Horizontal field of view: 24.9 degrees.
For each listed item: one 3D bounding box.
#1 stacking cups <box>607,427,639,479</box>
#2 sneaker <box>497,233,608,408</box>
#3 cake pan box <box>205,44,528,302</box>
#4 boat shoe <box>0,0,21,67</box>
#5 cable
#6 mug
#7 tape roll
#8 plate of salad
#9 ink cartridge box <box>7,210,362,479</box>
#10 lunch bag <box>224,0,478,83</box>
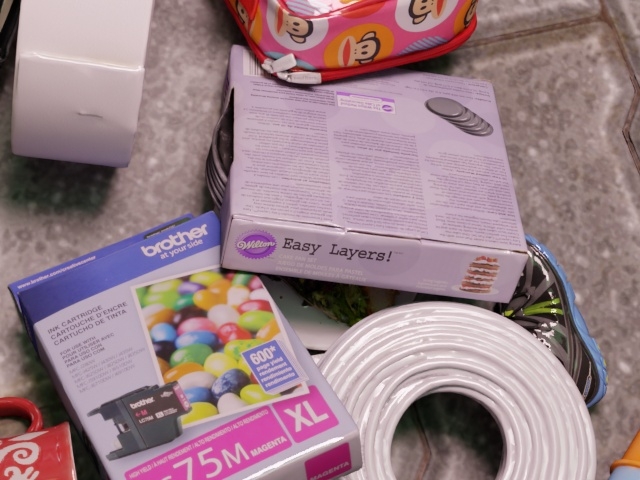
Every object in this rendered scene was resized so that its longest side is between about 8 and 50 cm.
[{"bbox_3d":[0.265,0.236,1.249,0.096,0.096,0.316,33,64,1],"label":"stacking cups"},{"bbox_3d":[0.189,0.070,1.304,0.078,0.067,0.188,-22,79,-25],"label":"sneaker"},{"bbox_3d":[0.035,-0.064,1.269,0.267,0.070,0.246,6,40,-11],"label":"cake pan box"},{"bbox_3d":[-0.306,-0.169,1.253,0.075,0.065,0.206,24,87,-42],"label":"boat shoe"},{"bbox_3d":[0.103,0.174,1.214,0.257,0.089,0.257,-26,79,-8],"label":"cable"},{"bbox_3d":[-0.277,0.206,1.149,0.169,0.150,0.113,-9,108,-11],"label":"mug"},{"bbox_3d":[-0.192,-0.204,1.207,0.100,0.286,0.286,7,68,-10],"label":"tape roll"},{"bbox_3d":[0.000,0.000,1.301,0.200,0.048,0.200,4,70,-10],"label":"plate of salad"},{"bbox_3d":[-0.121,0.093,1.172,0.186,0.065,0.311,-23,50,-17],"label":"ink cartridge box"},{"bbox_3d":[-0.008,-0.282,1.335,0.258,0.120,0.293,-16,57,-18],"label":"lunch bag"}]
